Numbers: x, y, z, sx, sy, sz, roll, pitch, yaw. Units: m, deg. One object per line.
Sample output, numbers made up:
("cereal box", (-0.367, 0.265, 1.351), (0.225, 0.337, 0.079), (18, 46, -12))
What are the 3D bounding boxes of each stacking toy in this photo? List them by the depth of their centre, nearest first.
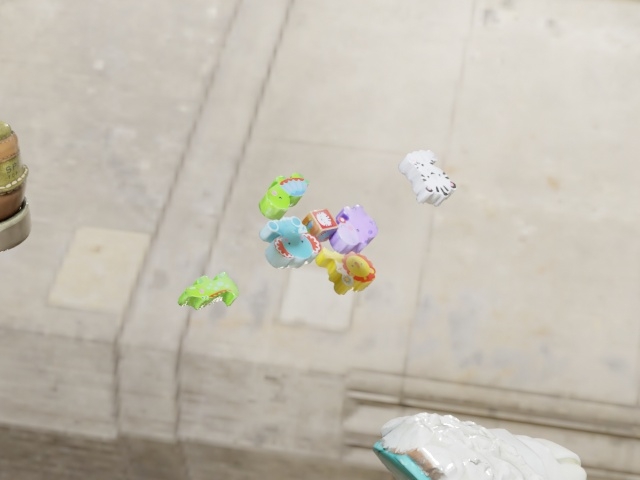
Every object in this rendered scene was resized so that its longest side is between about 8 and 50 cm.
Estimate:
("stacking toy", (0.000, 0.000, 1.225), (0.221, 0.052, 0.167), (-12, 152, -41))

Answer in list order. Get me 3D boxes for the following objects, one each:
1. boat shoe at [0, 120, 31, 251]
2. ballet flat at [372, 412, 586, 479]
("boat shoe", (-0.388, -0.051, 1.102), (0.111, 0.307, 0.104), (-105, -167, -62))
("ballet flat", (0.180, 0.246, 1.159), (0.409, 0.147, 0.147), (56, 35, -36))
